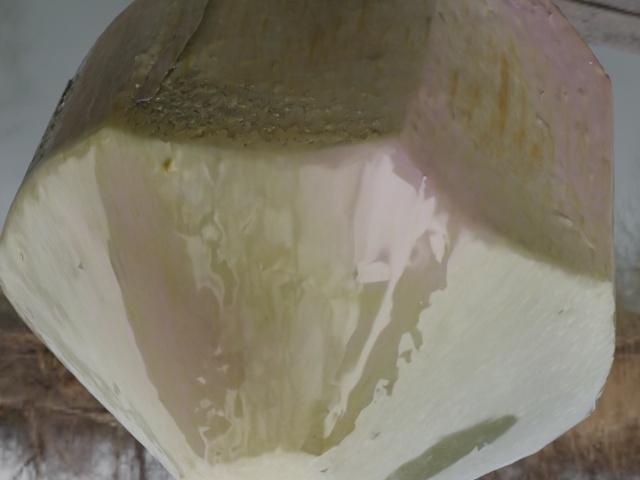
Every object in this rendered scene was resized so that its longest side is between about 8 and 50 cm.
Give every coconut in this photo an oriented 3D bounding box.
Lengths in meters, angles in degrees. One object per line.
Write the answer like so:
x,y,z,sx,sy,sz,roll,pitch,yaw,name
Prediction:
0.000,0.000,0.516,0.353,0.352,0.352,1,167,0,coconut
